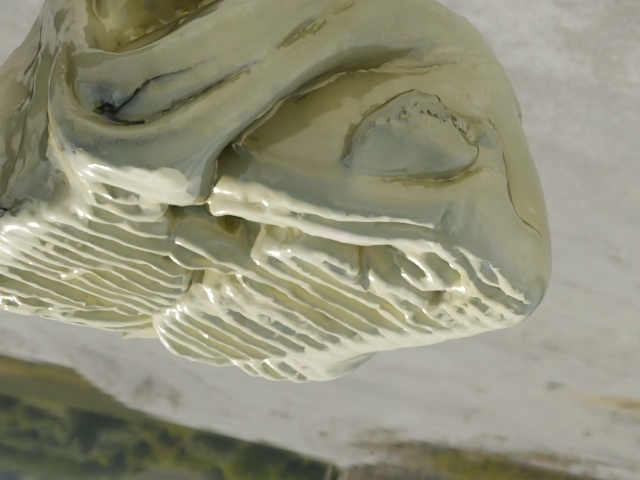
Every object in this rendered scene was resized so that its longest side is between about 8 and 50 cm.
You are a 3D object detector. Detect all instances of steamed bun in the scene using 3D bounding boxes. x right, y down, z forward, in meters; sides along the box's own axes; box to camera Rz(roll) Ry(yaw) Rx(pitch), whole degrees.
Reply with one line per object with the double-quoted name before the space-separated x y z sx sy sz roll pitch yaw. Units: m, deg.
"steamed bun" -0.056 -0.072 0.815 0.394 0.237 0.346 3 155 11
